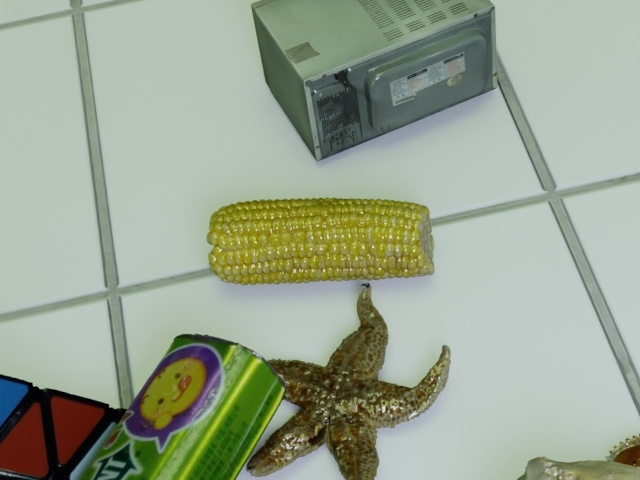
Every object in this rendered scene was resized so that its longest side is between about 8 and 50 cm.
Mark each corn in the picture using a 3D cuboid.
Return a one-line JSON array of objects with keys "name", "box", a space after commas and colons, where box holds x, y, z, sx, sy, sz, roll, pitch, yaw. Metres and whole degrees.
[{"name": "corn", "box": [0.000, 0.000, 1.460, 0.244, 0.093, 0.093, -2, 49, 3]}]

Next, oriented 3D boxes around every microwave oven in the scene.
[{"name": "microwave oven", "box": [0.068, -0.221, 1.606, 0.240, 0.145, 0.194, -23, 53, -11]}]

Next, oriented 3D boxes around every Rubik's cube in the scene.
[{"name": "Rubik's cube", "box": [-0.241, 0.181, 1.300, 0.234, 0.250, 0.284, -11, 41, -28]}]

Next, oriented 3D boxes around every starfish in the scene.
[{"name": "starfish", "box": [0.012, 0.154, 1.346, 0.235, 0.062, 0.277, -4, 47, 7]}]

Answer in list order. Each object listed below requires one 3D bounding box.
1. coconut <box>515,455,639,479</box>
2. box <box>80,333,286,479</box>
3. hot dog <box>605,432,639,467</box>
[{"name": "coconut", "box": [0.218, 0.267, 1.136, 0.194, 0.194, 0.194, -4, 49, 5]}, {"name": "box", "box": [-0.170, 0.246, 1.237, 0.134, 0.097, 0.345, 5, 52, 43]}, {"name": "hot dog", "box": [0.337, 0.247, 1.226, 0.099, 0.053, 0.192, -28, 49, -11]}]
